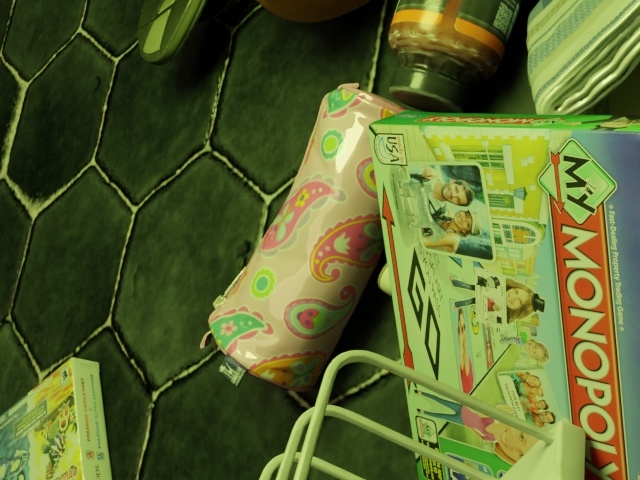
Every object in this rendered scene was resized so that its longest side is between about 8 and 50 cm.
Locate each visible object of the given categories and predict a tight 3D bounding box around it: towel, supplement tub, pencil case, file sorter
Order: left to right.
[{"bbox_3d":[0.000,0.000,0.907,0.124,0.124,0.284,35,99,47],"label":"pencil case"},{"bbox_3d":[0.021,0.235,0.641,0.192,0.173,0.277,-71,7,-47],"label":"file sorter"},{"bbox_3d":[0.124,-0.213,0.881,0.106,0.106,0.197,16,85,47],"label":"supplement tub"},{"bbox_3d":[0.230,-0.196,0.711,0.209,0.034,0.285,-45,11,25],"label":"towel"}]

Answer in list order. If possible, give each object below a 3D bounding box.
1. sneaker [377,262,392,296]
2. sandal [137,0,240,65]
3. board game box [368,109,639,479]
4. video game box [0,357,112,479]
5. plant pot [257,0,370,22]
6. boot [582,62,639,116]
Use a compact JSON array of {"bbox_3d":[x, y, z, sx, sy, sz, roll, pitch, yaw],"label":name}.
[{"bbox_3d":[0.135,0.002,0.819,0.192,0.064,0.086,-50,53,19],"label":"sneaker"},{"bbox_3d":[-0.115,-0.333,1.194,0.120,0.086,0.302,13,69,53],"label":"sandal"},{"bbox_3d":[0.143,0.072,0.668,0.214,0.046,0.317,9,114,48],"label":"board game box"},{"bbox_3d":[-0.331,0.269,1.187,0.205,0.048,0.187,-38,53,29],"label":"video game box"},{"bbox_3d":[-0.017,-0.357,0.976,0.291,0.291,0.203,-43,64,25],"label":"plant pot"},{"bbox_3d":[0.280,-0.150,0.711,0.204,0.095,0.261,-1,76,47],"label":"boot"}]
